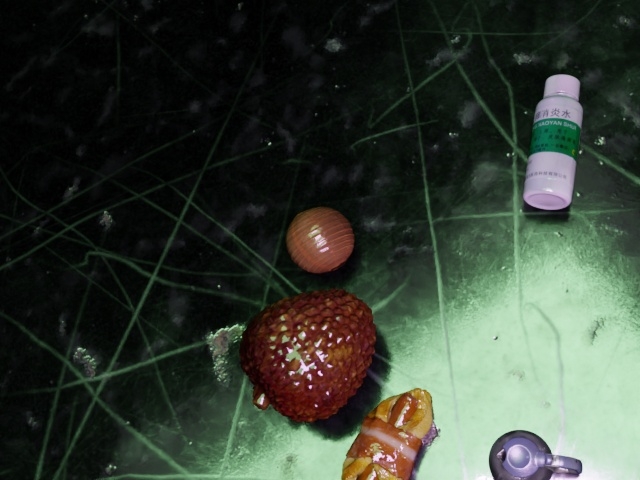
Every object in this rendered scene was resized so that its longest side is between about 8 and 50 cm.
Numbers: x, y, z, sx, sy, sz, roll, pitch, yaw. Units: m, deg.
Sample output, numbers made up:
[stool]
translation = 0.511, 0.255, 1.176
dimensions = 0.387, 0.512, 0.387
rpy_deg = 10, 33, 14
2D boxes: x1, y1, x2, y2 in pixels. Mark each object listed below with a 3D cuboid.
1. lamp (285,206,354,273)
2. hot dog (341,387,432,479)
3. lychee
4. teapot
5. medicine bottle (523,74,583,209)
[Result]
[lamp]
translation = 0.000, 0.000, 1.674
dimensions = 0.136, 0.136, 0.136
rpy_deg = -5, 68, 12
[hot dog]
translation = 0.113, 0.372, 1.525
dimensions = 0.123, 0.093, 0.262
rpy_deg = 19, 75, 19
[lychee]
translation = -0.022, 0.201, 1.553
dimensions = 0.236, 0.236, 0.271
rpy_deg = 39, 67, 23
[teapot]
translation = 0.356, 0.384, 1.455
dimensions = 0.149, 0.108, 0.111
rpy_deg = 31, 81, 22
[medicine bottle]
translation = 0.455, -0.193, 1.664
dimensions = 0.095, 0.095, 0.260
rpy_deg = 8, 70, 16
